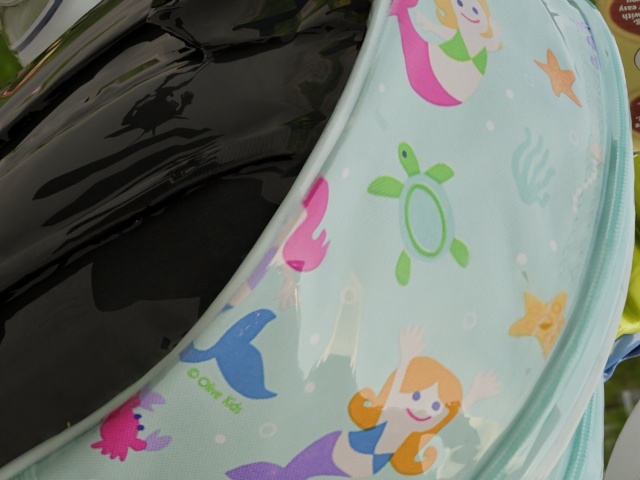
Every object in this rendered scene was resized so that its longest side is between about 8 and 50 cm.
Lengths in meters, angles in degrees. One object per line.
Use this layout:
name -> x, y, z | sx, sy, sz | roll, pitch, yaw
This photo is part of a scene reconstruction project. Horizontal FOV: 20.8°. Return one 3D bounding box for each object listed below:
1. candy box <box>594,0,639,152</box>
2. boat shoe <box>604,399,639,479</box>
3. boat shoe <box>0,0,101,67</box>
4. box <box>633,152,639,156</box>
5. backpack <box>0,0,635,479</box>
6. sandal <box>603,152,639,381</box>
candy box -> 0.183, -0.221, 0.946 | 0.316, 0.087, 0.183 | 72, 18, -48
boat shoe -> 0.162, 0.166, 0.708 | 0.084, 0.095, 0.258 | -13, -125, 51
boat shoe -> -0.200, -0.176, 1.189 | 0.109, 0.094, 0.302 | -57, -162, -7
box -> 0.301, -0.093, 1.197 | 0.183, 0.231, 0.056 | -61, 142, -51
backpack -> -0.023, 0.018, 0.498 | 0.253, 0.191, 0.225 | -42, -154, 34
sandal -> 0.182, 0.016, 0.915 | 0.138, 0.317, 0.126 | 43, 24, -46
